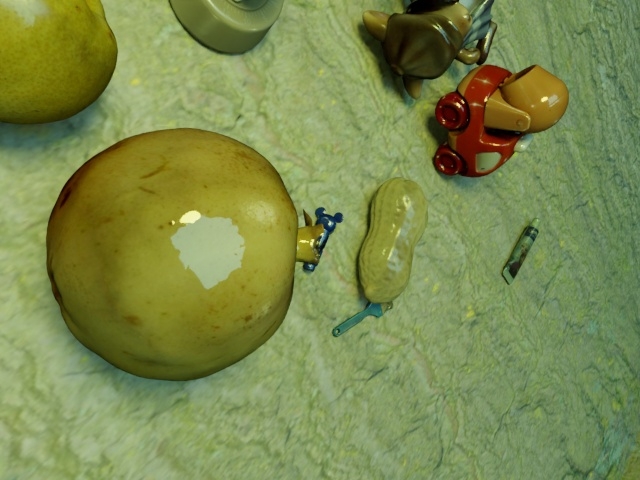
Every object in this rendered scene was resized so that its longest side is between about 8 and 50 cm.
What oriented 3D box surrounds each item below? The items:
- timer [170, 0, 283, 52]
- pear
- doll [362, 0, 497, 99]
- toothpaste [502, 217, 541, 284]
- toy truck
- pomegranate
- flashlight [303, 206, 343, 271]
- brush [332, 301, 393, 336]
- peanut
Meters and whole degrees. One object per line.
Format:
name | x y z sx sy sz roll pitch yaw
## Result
timer | -0.082 -0.384 0.596 0.175 0.266 0.175 -1 92 -37
pear | -0.333 -0.223 0.459 0.209 0.209 0.209 -1 92 -37
doll | 0.257 -0.459 0.885 0.340 0.209 0.318 -48 124 -29
toothpaste | 0.571 0.024 1.240 0.062 0.037 0.216 46 70 -30
toy truck | 0.388 -0.250 0.945 0.189 0.239 0.265 -44 141 -28
pomegranate | -0.151 0.011 0.543 0.319 0.319 0.319 -1 92 -37
flashlight | 0.000 0.000 0.812 0.035 0.057 0.121 41 68 -71
brush | 0.087 0.151 0.893 0.164 0.014 0.051 -26 105 -32
peanut | 0.145 0.002 0.873 0.123 0.123 0.256 16 84 -36
